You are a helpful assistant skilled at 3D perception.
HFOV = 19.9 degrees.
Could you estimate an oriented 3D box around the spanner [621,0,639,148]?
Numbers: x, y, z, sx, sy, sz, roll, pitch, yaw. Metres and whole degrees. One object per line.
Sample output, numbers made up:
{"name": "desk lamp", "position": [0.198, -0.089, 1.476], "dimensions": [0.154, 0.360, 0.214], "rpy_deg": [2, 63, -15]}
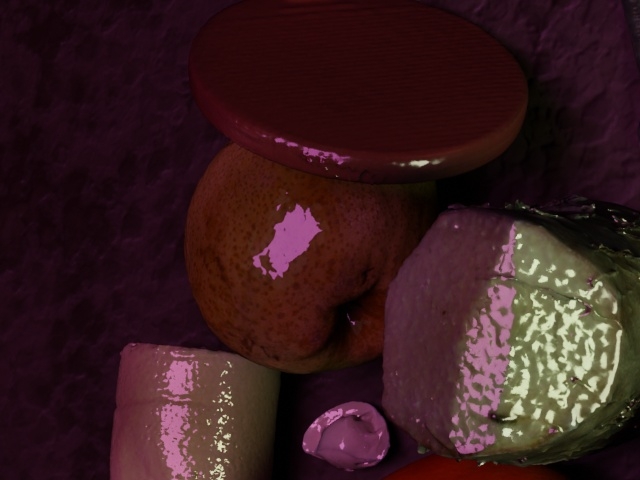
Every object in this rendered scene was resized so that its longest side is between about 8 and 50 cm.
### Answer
{"name": "spanner", "position": [0.251, -0.183, 1.446], "dimensions": [0.054, 0.015, 0.254], "rpy_deg": [-21, 70, 32]}

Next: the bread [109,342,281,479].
{"name": "bread", "position": [-0.111, 0.165, 1.586], "dimensions": [0.148, 0.134, 0.141], "rpy_deg": [-4, 80, 50]}

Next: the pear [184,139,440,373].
{"name": "pear", "position": [0.000, 0.000, 1.494], "dimensions": [0.228, 0.188, 0.211], "rpy_deg": [-42, 57, 21]}

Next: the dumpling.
{"name": "dumpling", "position": [0.026, 0.163, 1.543], "dimensions": [0.077, 0.043, 0.059], "rpy_deg": [-15, 56, 50]}

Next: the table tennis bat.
{"name": "table tennis bat", "position": [0.012, -0.161, 1.500], "dimensions": [0.415, 0.268, 0.051], "rpy_deg": [-121, 29, -52]}

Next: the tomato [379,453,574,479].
{"name": "tomato", "position": [0.115, 0.273, 1.371], "dimensions": [0.260, 0.180, 0.260], "rpy_deg": [-8, 75, 34]}

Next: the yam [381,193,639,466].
{"name": "yam", "position": [0.164, 0.060, 1.316], "dimensions": [0.201, 0.271, 0.202], "rpy_deg": [-2, 87, 35]}
